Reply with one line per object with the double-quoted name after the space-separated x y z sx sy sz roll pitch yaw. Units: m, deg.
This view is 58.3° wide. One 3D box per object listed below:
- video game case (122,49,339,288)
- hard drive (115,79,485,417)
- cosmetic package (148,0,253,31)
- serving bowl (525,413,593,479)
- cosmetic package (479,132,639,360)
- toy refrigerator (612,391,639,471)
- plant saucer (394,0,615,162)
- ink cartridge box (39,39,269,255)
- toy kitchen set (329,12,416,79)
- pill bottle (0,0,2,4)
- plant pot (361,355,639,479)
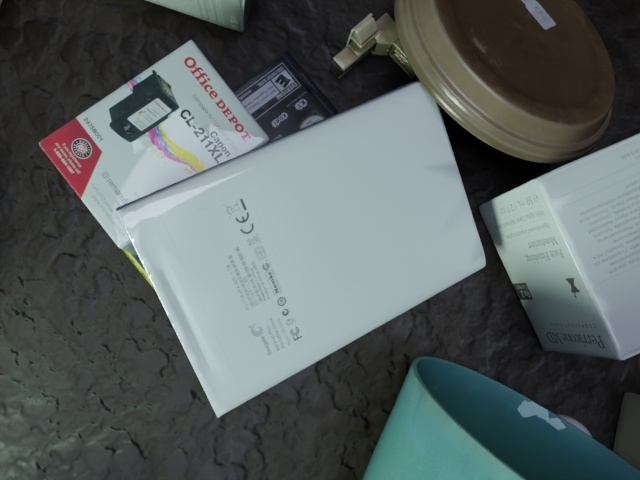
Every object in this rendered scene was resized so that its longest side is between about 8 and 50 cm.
-0.064 -0.029 0.622 0.274 0.035 0.248 -39 89 -9 "video game case"
0.000 0.000 0.558 0.318 0.040 0.210 -26 106 -17 "hard drive"
-0.176 -0.331 0.610 0.237 0.107 0.127 16 85 -7 "cosmetic package"
0.267 0.235 0.630 0.083 0.027 0.084 1 83 -5 "serving bowl"
0.291 0.006 0.595 0.151 0.151 0.184 -23 85 -7 "cosmetic package"
0.469 0.247 0.612 0.269 0.102 0.094 15 82 -5 "toy refrigerator"
0.208 -0.210 0.611 0.277 0.041 0.278 10 62 -20 "plant saucer"
-0.155 -0.090 0.564 0.175 0.072 0.127 -38 89 -9 "ink cartridge box"
0.067 -0.203 0.637 0.083 0.068 0.075 -42 89 -8 "toy kitchen set"
-0.434 -0.283 0.575 0.193 0.108 0.108 9 83 -4 "pill bottle"
0.151 0.279 0.494 0.292 0.293 0.235 29 96 -2 "plant pot"
